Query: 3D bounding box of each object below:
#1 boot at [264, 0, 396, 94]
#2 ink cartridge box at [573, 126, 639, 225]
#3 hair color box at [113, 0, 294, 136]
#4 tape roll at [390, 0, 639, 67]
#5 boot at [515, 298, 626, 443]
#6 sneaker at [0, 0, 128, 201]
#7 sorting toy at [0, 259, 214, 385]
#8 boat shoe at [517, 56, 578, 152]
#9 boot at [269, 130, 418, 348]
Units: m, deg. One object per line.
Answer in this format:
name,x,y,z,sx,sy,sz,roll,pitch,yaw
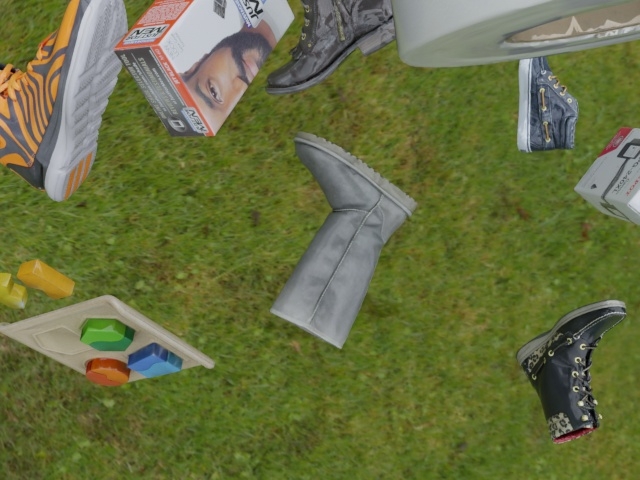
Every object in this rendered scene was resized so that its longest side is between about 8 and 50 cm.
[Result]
boot,-0.015,-0.356,1.055,0.229,0.263,0.091,59,22,-16
ink cartridge box,0.406,-0.081,0.918,0.063,0.150,0.109,36,95,-11
hair color box,-0.091,-0.177,0.617,0.167,0.054,0.093,-63,142,-32
tape roll,0.180,-0.182,0.441,0.286,0.286,0.100,-13,97,-29
boot,0.443,0.221,1.221,0.085,0.236,0.178,10,52,-29
sneaker,-0.362,-0.200,0.903,0.180,0.321,0.124,30,36,-2
sorting toy,-0.318,0.129,0.971,0.307,0.229,0.041,45,41,-46
boat shoe,0.340,-0.222,1.079,0.065,0.083,0.183,-20,111,-65
boot,-0.001,0.000,0.870,0.190,0.076,0.208,34,90,-9
